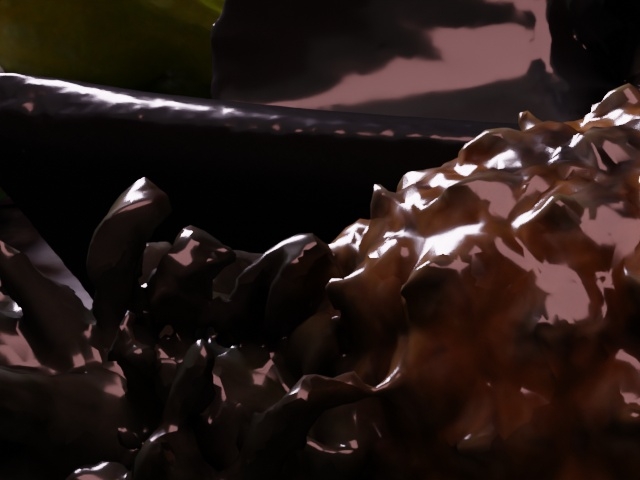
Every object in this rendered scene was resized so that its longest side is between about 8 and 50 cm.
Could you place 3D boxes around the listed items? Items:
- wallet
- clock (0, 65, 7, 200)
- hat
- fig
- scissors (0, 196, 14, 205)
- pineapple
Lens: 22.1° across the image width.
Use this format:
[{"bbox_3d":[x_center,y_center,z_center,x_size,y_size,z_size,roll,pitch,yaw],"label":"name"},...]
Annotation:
[{"bbox_3d":[0.000,0.000,0.585,0.250,0.149,0.044,5,58,25],"label":"wallet"},{"bbox_3d":[-0.241,-0.054,0.822,0.231,0.103,0.144,3,16,10],"label":"clock"},{"bbox_3d":[0.153,-0.067,0.807,0.382,0.257,0.366,-28,41,21],"label":"hat"},{"bbox_3d":[-0.133,-0.107,0.938,0.233,0.167,0.167,39,34,21],"label":"fig"},{"bbox_3d":[-0.157,-0.030,0.887,0.113,0.012,0.039,-10,18,-27],"label":"scissors"},{"bbox_3d":[0.008,0.047,0.412,0.340,0.169,0.169,-8,17,0],"label":"pineapple"}]
